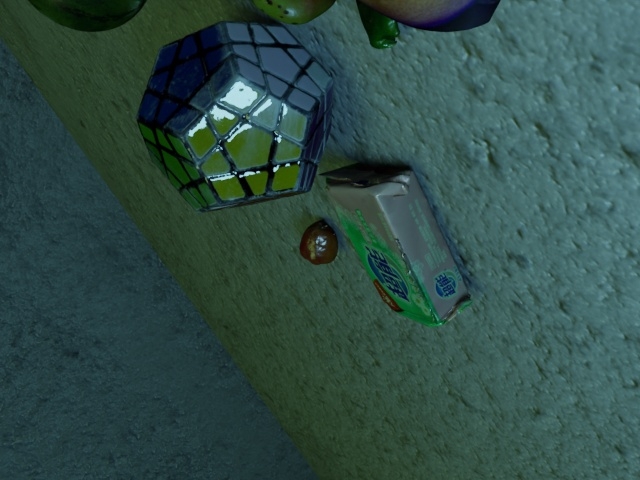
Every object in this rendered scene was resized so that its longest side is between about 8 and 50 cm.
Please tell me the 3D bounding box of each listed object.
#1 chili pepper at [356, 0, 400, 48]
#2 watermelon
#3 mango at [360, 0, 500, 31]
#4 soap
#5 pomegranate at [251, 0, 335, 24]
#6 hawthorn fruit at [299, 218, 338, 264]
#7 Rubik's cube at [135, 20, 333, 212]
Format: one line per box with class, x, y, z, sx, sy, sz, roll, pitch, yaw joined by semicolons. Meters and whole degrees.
chili pepper;0.069;-0.318;0.841;0.108;0.062;0.216;33;155;34
watermelon;-0.398;-0.477;1.218;0.242;0.242;0.242;40;156;22
mango;0.072;-0.325;0.662;0.287;0.201;0.152;56;-176;14
soap;0.125;-0.001;1.197;0.218;0.098;0.273;22;143;60
pomegranate;-0.030;-0.344;0.929;0.129;0.159;0.129;5;112;13
hawthorn fruit;0.000;0.000;1.471;0.081;0.081;0.093;33;124;35
Rubik's cube;-0.129;-0.190;1.144;0.319;0.319;0.264;32;179;36
